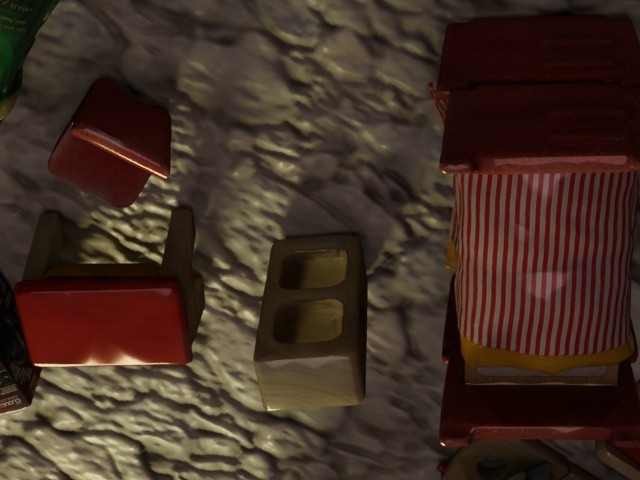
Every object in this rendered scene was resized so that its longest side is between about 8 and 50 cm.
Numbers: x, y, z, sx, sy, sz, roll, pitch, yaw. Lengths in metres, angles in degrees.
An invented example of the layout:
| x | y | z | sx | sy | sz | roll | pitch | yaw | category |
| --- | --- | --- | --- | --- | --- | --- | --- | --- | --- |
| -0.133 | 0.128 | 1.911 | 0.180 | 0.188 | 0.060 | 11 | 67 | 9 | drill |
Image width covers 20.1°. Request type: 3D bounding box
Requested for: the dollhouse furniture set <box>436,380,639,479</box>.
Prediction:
| x | y | z | sx | sy | sz | roll | pitch | yaw | category |
| --- | --- | --- | --- | --- | --- | --- | --- | --- | --- |
| 0.177 | 0.167 | 1.150 | 0.129 | 0.129 | 0.183 | 32 | 123 | -18 | dollhouse furniture set |

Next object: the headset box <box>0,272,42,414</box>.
| x | y | z | sx | sy | sz | roll | pitch | yaw | category |
| --- | --- | --- | --- | --- | --- | --- | --- | --- | --- |
| -0.206 | 0.066 | 1.148 | 0.032 | 0.062 | 0.083 | -17 | 124 | 16 | headset box |

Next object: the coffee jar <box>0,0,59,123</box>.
| x | y | z | sx | sy | sz | roll | pitch | yaw | category |
| --- | --- | --- | --- | --- | --- | --- | --- | --- | --- |
| -0.189 | -0.138 | 0.988 | 0.096 | 0.079 | 0.184 | 24 | 123 | -17 | coffee jar |

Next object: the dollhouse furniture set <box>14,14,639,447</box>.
| x | y | z | sx | sy | sz | roll | pitch | yaw | category |
| --- | --- | --- | --- | --- | --- | --- | --- | --- | --- |
| 0.000 | 0.000 | 1.028 | 0.374 | 0.152 | 0.201 | -2 | 126 | 6 | dollhouse furniture set |
